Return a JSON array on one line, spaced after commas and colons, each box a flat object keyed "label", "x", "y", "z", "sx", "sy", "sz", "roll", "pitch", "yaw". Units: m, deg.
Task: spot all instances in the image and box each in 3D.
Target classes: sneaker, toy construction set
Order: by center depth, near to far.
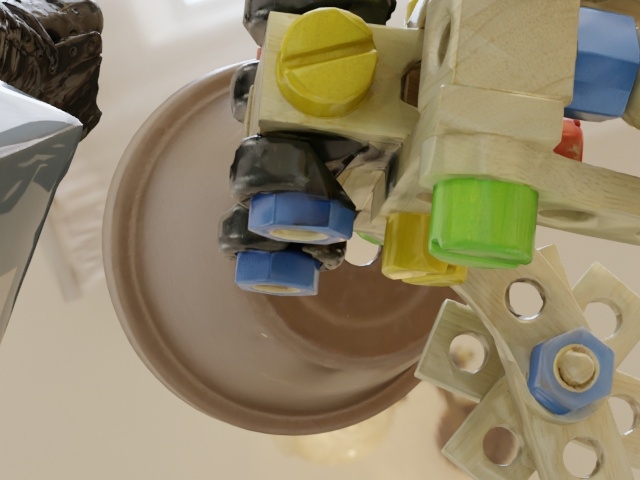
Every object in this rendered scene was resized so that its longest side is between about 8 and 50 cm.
[{"label": "toy construction set", "x": 0.075, "y": -0.018, "z": 0.554, "sx": 0.328, "sy": 0.215, "sz": 0.151, "roll": 106, "pitch": 169, "yaw": -64}, {"label": "sneaker", "x": -0.119, "y": -0.072, "z": 0.597, "sx": 0.051, "sy": 0.089, "sz": 0.170, "roll": 41, "pitch": 155, "yaw": 16}]

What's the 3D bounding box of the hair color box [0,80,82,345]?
[{"label": "hair color box", "x": -0.279, "y": -0.026, "z": 0.482, "sx": 0.185, "sy": 0.374, "sz": 0.113, "roll": -67, "pitch": -9, "yaw": 19}]

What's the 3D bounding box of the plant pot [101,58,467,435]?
[{"label": "plant pot", "x": 0.000, "y": 0.000, "z": 1.050, "sx": 0.229, "sy": 0.263, "sz": 0.263, "roll": 172, "pitch": 79, "yaw": -76}]
